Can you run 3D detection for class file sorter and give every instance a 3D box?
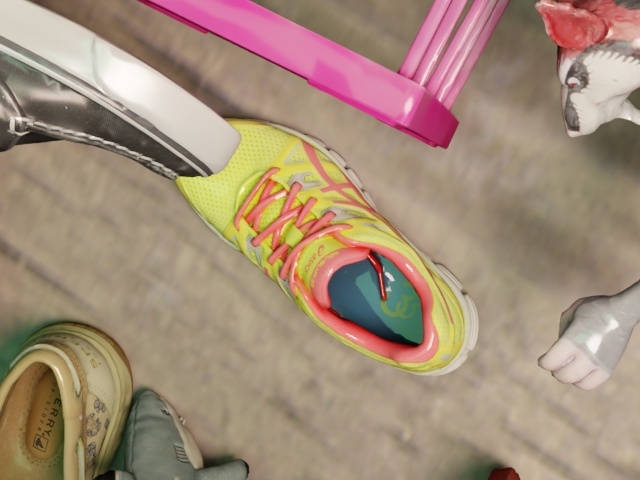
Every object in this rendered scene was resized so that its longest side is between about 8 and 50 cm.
[{"bbox_3d":[0.004,-0.173,0.806,0.202,0.290,0.182,27,95,6],"label":"file sorter"}]

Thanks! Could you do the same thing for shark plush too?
[{"bbox_3d":[-0.109,0.152,0.917,0.073,0.161,0.067,-21,111,36],"label":"shark plush"}]

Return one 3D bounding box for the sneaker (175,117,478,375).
[{"bbox_3d":[0.000,0.000,0.914,0.208,0.094,0.081,36,100,6],"label":"sneaker"}]

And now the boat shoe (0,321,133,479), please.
[{"bbox_3d":[-0.187,0.188,0.957,0.104,0.089,0.285,13,96,8],"label":"boat shoe"}]

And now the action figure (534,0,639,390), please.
[{"bbox_3d":[0.262,-0.043,0.768,0.370,0.276,0.248,22,68,-21],"label":"action figure"}]

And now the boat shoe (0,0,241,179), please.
[{"bbox_3d":[-0.191,-0.085,0.858,0.301,0.108,0.102,25,87,-17],"label":"boat shoe"}]

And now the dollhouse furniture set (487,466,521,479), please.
[{"bbox_3d":[0.008,0.229,0.790,0.201,0.374,0.152,-17,86,11],"label":"dollhouse furniture set"}]
